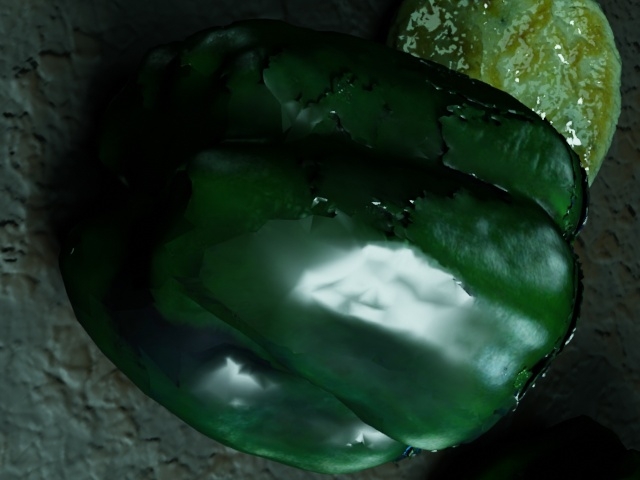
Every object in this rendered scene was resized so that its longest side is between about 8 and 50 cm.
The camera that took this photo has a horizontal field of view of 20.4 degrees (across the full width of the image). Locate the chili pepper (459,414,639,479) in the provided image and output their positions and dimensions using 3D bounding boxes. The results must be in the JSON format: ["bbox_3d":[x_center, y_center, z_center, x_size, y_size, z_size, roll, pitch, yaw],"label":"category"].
[{"bbox_3d":[0.141,0.237,1.130,0.261,0.174,0.165,-51,141,-19],"label":"chili pepper"}]

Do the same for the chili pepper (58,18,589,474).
[{"bbox_3d":[0.000,0.000,0.995,0.257,0.248,0.233,25,53,-24],"label":"chili pepper"}]

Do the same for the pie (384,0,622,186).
[{"bbox_3d":[0.119,-0.101,1.158,0.187,0.041,0.186,-3,95,-30],"label":"pie"}]
